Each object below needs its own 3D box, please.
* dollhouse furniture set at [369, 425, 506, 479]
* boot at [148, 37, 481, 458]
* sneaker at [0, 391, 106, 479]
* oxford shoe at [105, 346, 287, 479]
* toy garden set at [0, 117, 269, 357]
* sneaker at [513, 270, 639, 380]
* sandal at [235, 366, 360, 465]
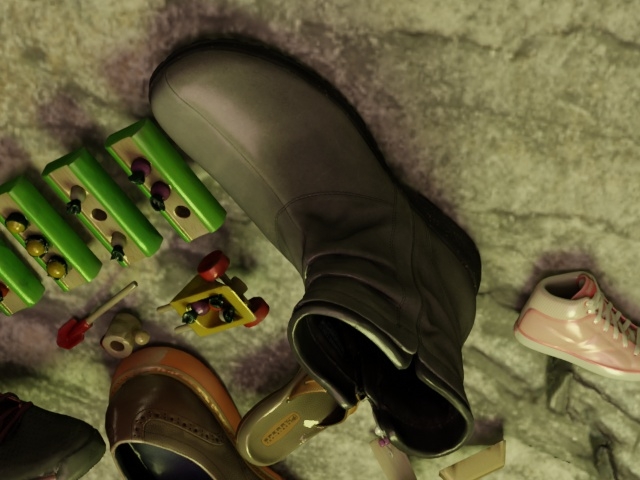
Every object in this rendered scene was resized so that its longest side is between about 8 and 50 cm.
[{"bbox_3d":[0.104,0.189,1.481,0.114,0.091,0.081,-25,75,-4],"label":"dollhouse furniture set"},{"bbox_3d":[0.000,0.000,1.253,0.338,0.223,0.118,36,120,-14],"label":"boot"},{"bbox_3d":[-0.324,0.143,1.421,0.281,0.106,0.162,-6,114,33],"label":"sneaker"},{"bbox_3d":[-0.080,0.268,1.477,0.130,0.133,0.364,-29,113,22],"label":"oxford shoe"},{"bbox_3d":[-0.182,0.027,1.370,0.244,0.049,0.204,-22,121,30],"label":"toy garden set"},{"bbox_3d":[0.233,0.069,1.366,0.134,0.051,0.070,17,127,2],"label":"sneaker"},{"bbox_3d":[0.002,0.132,1.414,0.180,0.049,0.072,-44,117,4],"label":"sandal"}]
